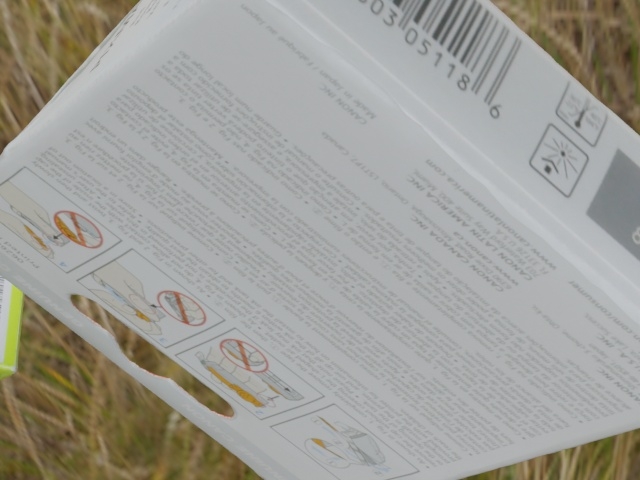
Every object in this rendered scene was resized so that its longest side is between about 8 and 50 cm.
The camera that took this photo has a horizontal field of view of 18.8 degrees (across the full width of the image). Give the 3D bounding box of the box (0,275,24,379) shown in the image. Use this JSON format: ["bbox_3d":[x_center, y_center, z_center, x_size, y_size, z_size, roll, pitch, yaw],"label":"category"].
[{"bbox_3d":[-0.179,0.031,0.634,0.109,0.178,0.042,12,72,-27],"label":"box"}]

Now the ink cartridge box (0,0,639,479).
[{"bbox_3d":[0.000,0.000,0.468,0.145,0.179,0.045,39,60,-16],"label":"ink cartridge box"}]
